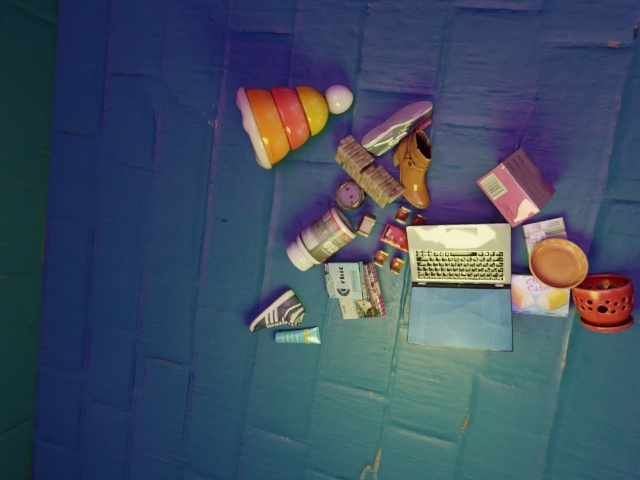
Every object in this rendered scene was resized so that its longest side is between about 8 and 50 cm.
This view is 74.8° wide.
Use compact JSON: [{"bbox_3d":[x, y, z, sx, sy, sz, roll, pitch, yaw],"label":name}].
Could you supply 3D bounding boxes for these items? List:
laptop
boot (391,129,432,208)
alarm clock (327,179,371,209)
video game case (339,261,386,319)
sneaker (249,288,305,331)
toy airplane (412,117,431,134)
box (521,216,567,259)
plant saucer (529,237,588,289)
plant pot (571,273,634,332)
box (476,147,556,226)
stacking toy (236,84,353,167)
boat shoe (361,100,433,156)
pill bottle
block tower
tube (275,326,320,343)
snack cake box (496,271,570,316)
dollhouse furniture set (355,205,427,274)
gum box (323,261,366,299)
[{"bbox_3d":[0.514,0.165,1.575,0.381,0.236,0.409,-1,114,22],"label":"laptop"},{"bbox_3d":[0.396,-0.280,1.661,0.108,0.220,0.284,-16,82,-18],"label":"boot"},{"bbox_3d":[0.112,-0.191,1.834,0.191,0.064,0.130,-26,87,19],"label":"alarm clock"},{"bbox_3d":[0.165,0.222,1.822,0.210,0.041,0.232,-14,90,40],"label":"video game case"},{"bbox_3d":[-0.195,0.372,1.945,0.282,0.099,0.153,-42,81,12],"label":"sneaker"},{"bbox_3d":[0.381,-0.481,1.750,0.151,0.028,0.152,3,98,22],"label":"toy airplane"},{"bbox_3d":[0.886,0.015,1.642,0.145,0.038,0.187,-13,90,17],"label":"box"},{"bbox_3d":[0.891,0.090,1.577,0.199,0.037,0.200,-5,69,12],"label":"plant saucer"},{"bbox_3d":[1.042,0.230,1.543,0.190,0.191,0.174,-12,100,16],"label":"plant pot"},{"bbox_3d":[0.728,-0.201,1.553,0.214,0.242,0.117,53,137,6],"label":"box"},{"bbox_3d":[-0.088,-0.535,1.784,0.478,0.350,0.351,-19,89,-3],"label":"stacking toy"},{"bbox_3d":[0.326,-0.456,1.727,0.319,0.116,0.099,-29,127,20],"label":"boat shoe"},{"bbox_3d":[0.000,0.000,1.827,0.283,0.161,0.161,-38,84,16],"label":"pill bottle"},{"bbox_3d":[0.197,-0.284,1.757,0.090,0.097,0.335,-37,75,-24],"label":"block tower"},{"bbox_3d":[-0.105,0.448,1.955,0.206,0.052,0.080,-5,104,10],"label":"tube"},{"bbox_3d":[0.823,0.205,1.649,0.263,0.089,0.152,2,96,16],"label":"snack cake box"},{"bbox_3d":[0.288,-0.029,1.782,0.258,0.135,0.262,25,101,1],"label":"dollhouse furniture set"},{"bbox_3d":[0.105,0.170,1.805,0.184,0.041,0.157,-4,97,39],"label":"gum box"}]
